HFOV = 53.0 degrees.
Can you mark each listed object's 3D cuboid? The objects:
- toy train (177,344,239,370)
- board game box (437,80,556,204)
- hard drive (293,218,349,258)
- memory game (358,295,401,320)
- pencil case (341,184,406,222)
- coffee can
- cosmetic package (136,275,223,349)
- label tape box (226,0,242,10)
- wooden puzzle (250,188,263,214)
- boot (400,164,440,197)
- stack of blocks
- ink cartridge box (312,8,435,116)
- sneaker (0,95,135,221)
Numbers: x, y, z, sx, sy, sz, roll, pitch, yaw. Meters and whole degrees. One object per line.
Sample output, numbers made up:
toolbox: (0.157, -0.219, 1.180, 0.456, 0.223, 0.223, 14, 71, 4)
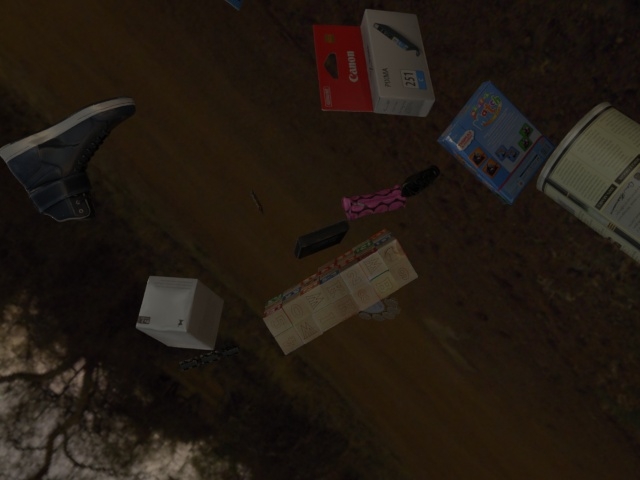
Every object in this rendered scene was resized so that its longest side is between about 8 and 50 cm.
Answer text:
toy train: (-0.283, 0.296, 1.626, 0.036, 0.158, 0.027, -148, 41, -79)
board game box: (0.372, -0.203, 1.348, 0.211, 0.160, 0.039, 39, 177, -18)
hard drive: (0.000, 0.000, 1.180, 0.135, 0.094, 0.022, 115, 133, -78)
memory game: (0.123, 0.163, 1.705, 0.186, 0.012, 0.186, 14, 147, 9)
pencil case: (0.179, -0.125, 2.105, 0.098, 0.210, 0.095, 104, 149, -68)
coffee can: (0.563, -0.090, 1.148, 0.275, 0.201, 0.201, 43, 165, 23)
cosmetic package: (-0.378, 0.200, 1.752, 0.152, 0.151, 0.183, 2, 157, 16)
label tape box: (-0.183, -0.557, 0.946, 0.115, 0.347, 0.249, 16, -175, 25)
wooden puzzle: (-0.147, -0.091, 1.478, 0.049, 0.006, 0.083, 60, -177, -20)
boot: (0.215, -0.125, 1.477, 0.121, 0.099, 0.045, -33, 95, 44)
stack of blocks: (0.036, 0.096, 1.291, 0.087, 0.297, 0.171, 59, -177, -8)
ink cartridge box: (0.124, -0.438, 1.560, 0.261, 0.296, 0.066, 1, 150, -11)
sneaker: (-0.377, -0.125, 1.049, 0.163, 0.226, 0.086, 61, 174, -6)
